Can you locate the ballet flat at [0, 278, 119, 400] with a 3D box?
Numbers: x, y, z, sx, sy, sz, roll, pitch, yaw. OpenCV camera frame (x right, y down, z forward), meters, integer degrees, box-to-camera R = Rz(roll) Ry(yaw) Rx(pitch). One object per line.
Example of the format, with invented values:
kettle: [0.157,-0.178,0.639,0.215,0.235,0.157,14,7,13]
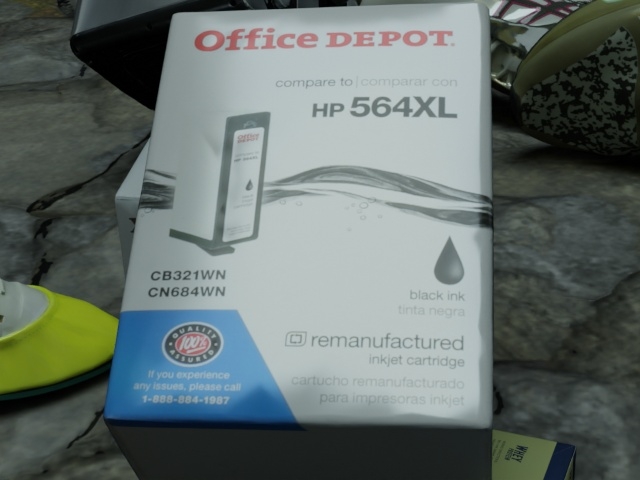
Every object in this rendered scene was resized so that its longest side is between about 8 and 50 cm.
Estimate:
ballet flat: [-0.222,0.054,0.664,0.231,0.077,0.077,-10,27,-15]

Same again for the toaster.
toaster: [-0.078,-0.159,0.891,0.186,0.168,0.110,-10,65,30]

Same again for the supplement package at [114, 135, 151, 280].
supplement package: [-0.023,-0.017,0.722,0.139,0.133,0.244,1,27,7]

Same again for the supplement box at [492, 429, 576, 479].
supplement box: [0.060,0.126,0.521,0.083,0.056,0.083,8,29,20]

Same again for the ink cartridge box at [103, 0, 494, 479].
ink cartridge box: [0.000,0.000,0.518,0.148,0.086,0.203,-1,60,7]

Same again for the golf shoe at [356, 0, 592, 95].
golf shoe: [0.158,-0.169,1.000,0.273,0.105,0.120,10,36,-4]

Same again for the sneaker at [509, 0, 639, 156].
sneaker: [0.322,-0.077,0.823,0.410,0.158,0.182,4,45,24]
